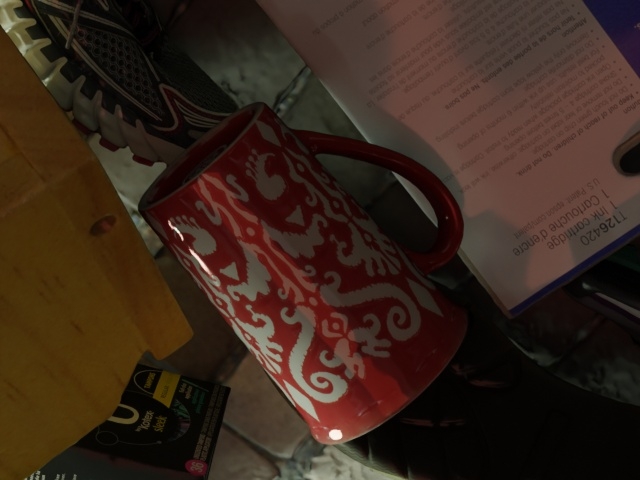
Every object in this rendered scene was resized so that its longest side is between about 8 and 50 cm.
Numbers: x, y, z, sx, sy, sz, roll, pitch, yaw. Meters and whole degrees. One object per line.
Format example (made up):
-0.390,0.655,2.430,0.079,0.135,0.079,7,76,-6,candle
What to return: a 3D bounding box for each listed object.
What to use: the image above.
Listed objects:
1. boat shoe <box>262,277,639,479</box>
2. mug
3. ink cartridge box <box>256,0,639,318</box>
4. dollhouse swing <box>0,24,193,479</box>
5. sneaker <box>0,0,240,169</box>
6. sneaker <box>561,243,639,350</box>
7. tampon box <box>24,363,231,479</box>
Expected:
0.103,0.124,1.030,0.324,0.120,0.122,30,76,13,boat shoe
-0.007,0.005,0.929,0.113,0.150,0.169,-29,109,38,mug
0.139,-0.158,0.948,0.303,0.072,0.307,-35,108,16,ink cartridge box
-0.320,-0.006,0.898,0.347,0.315,0.305,-36,63,-9,dollhouse swing
-0.145,-0.164,0.936,0.112,0.121,0.299,-37,104,14,sneaker
0.242,0.079,1.030,0.223,0.083,0.098,21,118,-5,sneaker
-0.153,0.143,1.064,0.161,0.120,0.101,15,114,-2,tampon box
